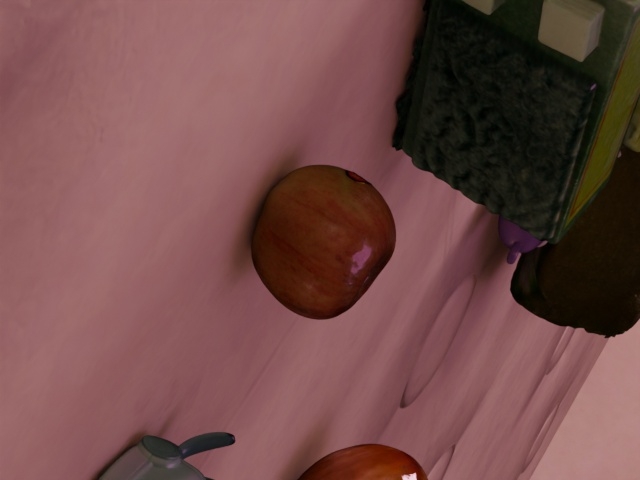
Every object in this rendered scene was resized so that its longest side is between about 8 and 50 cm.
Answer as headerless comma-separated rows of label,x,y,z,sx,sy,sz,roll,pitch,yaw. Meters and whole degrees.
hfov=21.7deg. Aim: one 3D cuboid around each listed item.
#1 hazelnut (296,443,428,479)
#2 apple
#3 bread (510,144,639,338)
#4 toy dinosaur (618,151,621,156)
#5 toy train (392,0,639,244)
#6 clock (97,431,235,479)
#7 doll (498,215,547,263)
hazelnut,0.020,0.232,1.310,0.150,0.150,0.150,-56,164,-25
apple,0.000,0.000,0.910,0.084,0.071,0.084,-50,167,-16
bread,0.318,-0.089,1.649,0.382,0.129,0.366,-60,177,-47
toy dinosaur,0.321,-0.264,1.367,0.092,0.205,0.393,4,88,-66
toy train,0.156,-0.135,1.039,0.188,0.159,0.272,-45,159,-33
clock,-0.097,0.154,0.905,0.135,0.041,0.101,-48,160,-45
doll,0.204,-0.068,1.505,0.110,0.067,0.206,105,6,-68
